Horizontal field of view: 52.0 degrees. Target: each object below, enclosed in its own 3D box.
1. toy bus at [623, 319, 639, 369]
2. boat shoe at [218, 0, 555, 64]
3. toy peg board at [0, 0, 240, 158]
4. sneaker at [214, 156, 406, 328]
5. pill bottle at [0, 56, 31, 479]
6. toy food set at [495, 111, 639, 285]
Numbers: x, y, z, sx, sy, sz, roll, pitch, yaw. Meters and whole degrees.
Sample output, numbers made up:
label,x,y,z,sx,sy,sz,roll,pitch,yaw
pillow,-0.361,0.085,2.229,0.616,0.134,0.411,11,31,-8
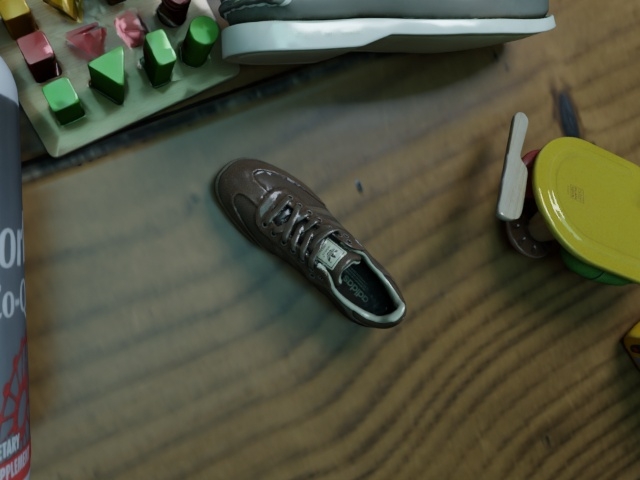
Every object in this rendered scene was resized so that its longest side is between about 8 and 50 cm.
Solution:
label,x,y,z,sx,sy,sz,roll,pitch,yaw
toy bus,0.471,0.044,0.656,0.333,0.108,0.130,-38,100,-13
boat shoe,0.065,-0.191,0.503,0.305,0.109,0.091,-12,101,-29
toy peg board,-0.158,-0.167,0.468,0.161,0.079,0.160,-29,99,-16
sneaker,0.000,0.000,0.524,0.188,0.071,0.066,40,79,-14
pill bottle,-0.279,-0.015,0.363,0.210,0.210,0.362,-2,92,-18
toy food set,0.231,-0.023,0.606,0.218,0.071,0.128,21,61,-19
